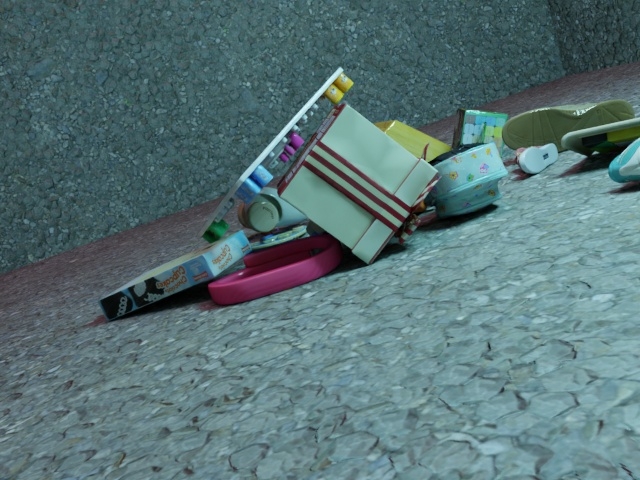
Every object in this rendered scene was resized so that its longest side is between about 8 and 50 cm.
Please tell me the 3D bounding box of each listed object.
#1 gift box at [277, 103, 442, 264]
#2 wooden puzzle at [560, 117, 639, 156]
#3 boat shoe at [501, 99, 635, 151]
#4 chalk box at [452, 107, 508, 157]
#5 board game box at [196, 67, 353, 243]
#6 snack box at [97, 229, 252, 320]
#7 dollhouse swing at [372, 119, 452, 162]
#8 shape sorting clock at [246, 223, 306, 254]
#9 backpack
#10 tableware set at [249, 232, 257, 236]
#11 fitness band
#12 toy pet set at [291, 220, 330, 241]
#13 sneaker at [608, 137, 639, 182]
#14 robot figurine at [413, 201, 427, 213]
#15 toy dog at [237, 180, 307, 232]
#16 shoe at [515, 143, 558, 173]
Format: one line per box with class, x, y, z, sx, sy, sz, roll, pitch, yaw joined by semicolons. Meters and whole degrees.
gift box;0.089;-0.126;1.355;0.276;0.258;0.255;-51;10;10
wooden puzzle;0.672;-0.228;1.464;0.238;0.044;0.221;-15;-10;37
boat shoe;0.654;-0.302;1.813;0.341;0.122;0.110;-7;8;4
chalk box;0.482;-0.324;2.028;0.132;0.132;0.213;7;14;1
board game box;-0.112;-0.181;1.564;0.390;0.050;0.390;-53;7;-27
snack box;-0.332;0.080;1.544;0.322;0.060;0.187;-22;8;26
dollhouse swing;0.201;-0.225;2.280;0.315;0.305;0.347;22;-2;-19
shape sorting clock;-0.137;-0.011;1.826;0.206;0.040;0.206;-18;11;4
backpack;0.300;-0.129;1.413;0.166;0.144;0.188;-19;-9;-9
tableware set;-0.249;0.007;1.961;0.154;0.024;0.104;-17;11;8
fitness band;-0.093;0.061;1.401;0.291;0.054;0.209;-18;14;5
toy pet set;0.000;0.000;1.573;0.122;0.065;0.114;-21;-24;-28
sneaker;0.635;-0.178;1.274;0.275;0.107;0.110;-24;0;-38
robot figurine;0.174;-0.116;1.619;0.219;0.158;0.128;-13;-17;25
toy dog;-0.081;-0.123;1.836;0.333;0.161;0.220;-15;11;-42
shoe;0.510;-0.197;1.657;0.081;0.063;0.178;-9;9;44
